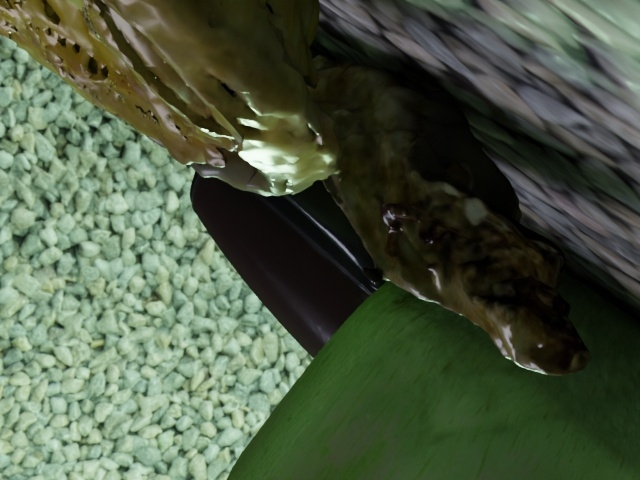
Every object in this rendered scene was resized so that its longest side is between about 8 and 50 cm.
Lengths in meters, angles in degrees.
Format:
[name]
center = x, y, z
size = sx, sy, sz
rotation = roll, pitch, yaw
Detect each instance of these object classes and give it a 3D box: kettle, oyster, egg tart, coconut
[kettle]
center = 0.000, 0.000, 1.112
size = 0.232, 0.144, 0.202
rotation = 41, 176, 19
[oyster]
center = 0.040, -0.030, 0.701
size = 0.128, 0.078, 0.345
rotation = 38, -174, -29
[egg tart]
center = -0.098, -0.127, 0.526
size = 0.290, 0.107, 0.291
rotation = 34, 174, 4
[coconut]
center = 0.086, 0.173, 0.911
size = 0.281, 0.328, 0.328
rotation = 36, 180, -43

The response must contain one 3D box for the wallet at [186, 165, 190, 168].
[wallet]
center = -0.141, -0.136, 0.944
size = 0.141, 0.059, 0.202
rotation = 52, -174, 38
